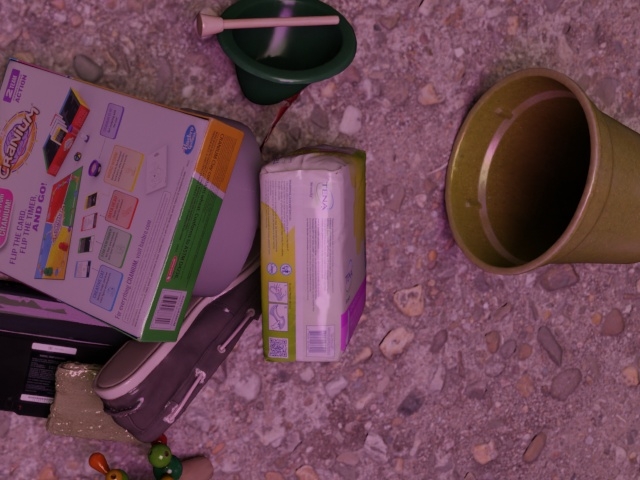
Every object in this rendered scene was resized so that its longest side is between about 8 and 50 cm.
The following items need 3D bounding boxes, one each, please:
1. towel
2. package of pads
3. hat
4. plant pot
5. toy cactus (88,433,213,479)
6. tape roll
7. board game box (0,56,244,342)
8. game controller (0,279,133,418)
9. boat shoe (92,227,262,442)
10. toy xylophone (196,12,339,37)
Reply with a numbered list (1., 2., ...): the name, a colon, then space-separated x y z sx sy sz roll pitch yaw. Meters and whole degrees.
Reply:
1. towel: -0.263 0.203 1.190 0.148 0.027 0.110 8 111 -22
2. package of pads: 0.000 0.000 1.160 0.101 0.296 0.229 1 100 8
3. hat: -0.064 -0.194 1.240 0.208 0.173 0.184 -32 153 -33
4. plant pot: 0.358 -0.072 1.312 0.253 0.276 0.276 11 95 -32
5. toy cactus: -0.220 0.327 1.232 0.180 0.112 0.219 -18 131 -51
6. tape roll: -0.152 -0.044 1.132 0.072 0.219 0.219 10 96 -32
7. board game box: -0.259 -0.053 1.060 0.064 0.316 0.242 14 96 -60
8. game controller: -0.338 0.144 1.194 0.319 0.067 0.167 12 109 -21
9. boat shoe: -0.145 0.110 1.190 0.335 0.112 0.096 -46 121 -34
10. toy xylophone: -0.069 -0.376 1.154 0.322 0.081 0.236 -14 84 -20
